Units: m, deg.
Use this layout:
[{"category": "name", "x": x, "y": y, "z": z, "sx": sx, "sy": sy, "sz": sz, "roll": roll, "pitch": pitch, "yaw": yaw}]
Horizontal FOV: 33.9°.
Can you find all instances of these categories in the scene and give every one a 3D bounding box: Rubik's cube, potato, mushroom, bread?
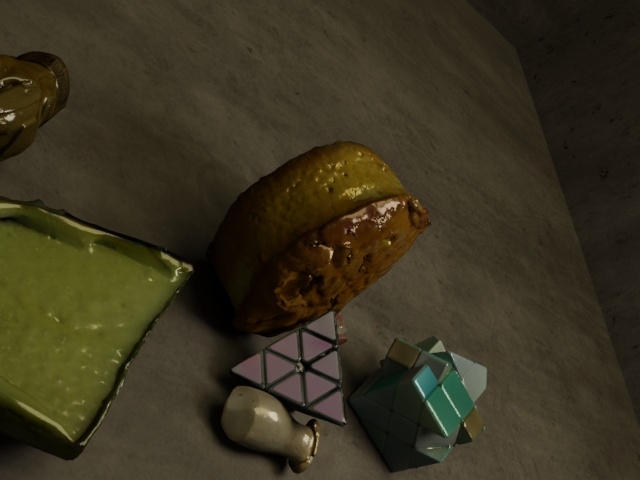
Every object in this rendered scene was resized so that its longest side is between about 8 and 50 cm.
[{"category": "Rubik's cube", "x": 0.196, "y": 0.302, "z": 2.051, "sx": 0.213, "sy": 0.224, "sz": 0.265, "roll": -39, "pitch": 102, "yaw": -46}, {"category": "potato", "x": -0.371, "y": 0.112, "z": 1.330, "sx": 0.280, "sy": 0.213, "sz": 0.330, "roll": 35, "pitch": 44, "yaw": -11}, {"category": "mushroom", "x": -0.080, "y": 0.307, "z": 1.713, "sx": 0.212, "sy": 0.088, "sz": 0.097, "roll": 42, "pitch": 21, "yaw": -37}, {"category": "bread", "x": 0.000, "y": 0.000, "z": 1.804, "sx": 0.215, "sy": 0.398, "sz": 0.398, "roll": 56, "pitch": 26, "yaw": 17}, {"category": "Rubik's cube", "x": -0.035, "y": 0.254, "z": 1.723, "sx": 0.191, "sy": 0.211, "sz": 0.178, "roll": -4, "pitch": 31, "yaw": -35}]

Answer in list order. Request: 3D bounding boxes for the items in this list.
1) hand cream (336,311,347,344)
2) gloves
[{"category": "hand cream", "x": 0.009, "y": 0.111, "z": 2.094, "sx": 0.067, "sy": 0.043, "sz": 0.209, "roll": 15, "pitch": 46, "yaw": -48}, {"category": "gloves", "x": -0.457, "y": -0.186, "z": 1.470, "sx": 0.141, "sy": 0.154, "sz": 0.331, "roll": 55, "pitch": 21, "yaw": -8}]
